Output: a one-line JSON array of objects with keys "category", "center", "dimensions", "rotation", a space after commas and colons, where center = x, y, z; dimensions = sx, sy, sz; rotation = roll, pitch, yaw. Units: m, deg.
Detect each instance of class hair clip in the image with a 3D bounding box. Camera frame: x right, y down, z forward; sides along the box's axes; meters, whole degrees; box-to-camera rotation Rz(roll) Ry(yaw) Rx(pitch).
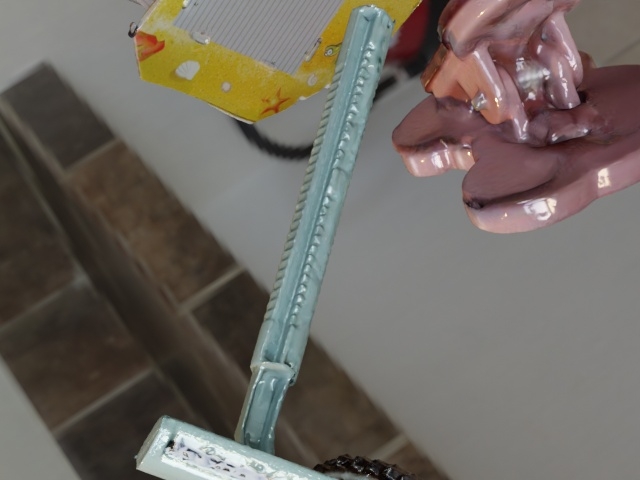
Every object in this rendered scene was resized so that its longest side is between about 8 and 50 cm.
[{"category": "hair clip", "center": [0.090, -0.049, 0.682], "dimensions": [0.102, 0.123, 0.138], "rotation": [62, 162, 11]}]

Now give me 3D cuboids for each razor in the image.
[{"category": "razor", "center": [-0.003, 0.002, 0.623], "dimensions": [0.084, 0.211, 0.036], "rotation": [24, 149, -17]}]

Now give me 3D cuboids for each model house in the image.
[{"category": "model house", "center": [-0.044, -0.201, 1.125], "dimensions": [0.219, 0.207, 0.136], "rotation": [13, -155, -49]}]

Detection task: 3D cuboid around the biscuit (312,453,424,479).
[{"category": "biscuit", "center": [0.051, 0.231, 1.128], "dimensions": [0.194, 0.053, 0.194], "rotation": [26, 136, 29]}]
